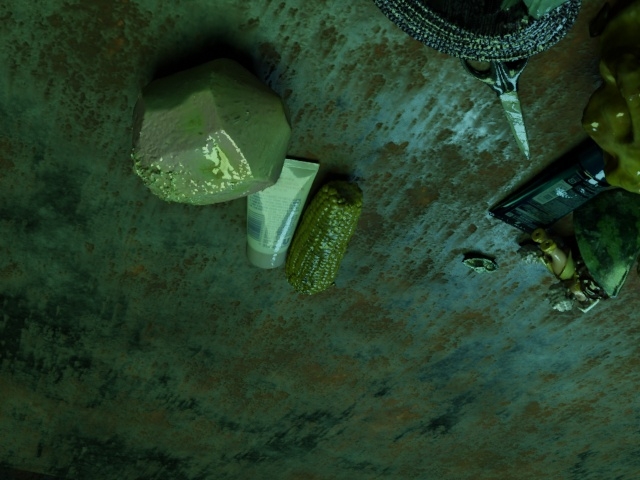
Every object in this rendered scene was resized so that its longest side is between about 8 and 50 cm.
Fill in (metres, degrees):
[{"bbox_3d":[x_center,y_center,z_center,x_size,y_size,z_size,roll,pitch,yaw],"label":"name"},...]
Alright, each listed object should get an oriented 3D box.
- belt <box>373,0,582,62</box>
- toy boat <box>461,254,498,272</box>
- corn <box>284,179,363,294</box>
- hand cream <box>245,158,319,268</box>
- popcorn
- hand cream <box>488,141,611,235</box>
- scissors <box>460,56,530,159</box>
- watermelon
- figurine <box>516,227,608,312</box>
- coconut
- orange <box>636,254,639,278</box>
[{"bbox_3d":[0.198,-0.367,1.002,0.325,0.122,0.260,30,144,-22],"label":"belt"},{"bbox_3d":[0.332,0.052,1.602,0.083,0.038,0.038,13,140,-14],"label":"toy boat"},{"bbox_3d":[0.000,0.000,1.504,0.115,0.115,0.317,10,139,-9],"label":"corn"},{"bbox_3d":[-0.093,-0.061,1.468,0.133,0.083,0.247,9,130,-8],"label":"hand cream"},{"bbox_3d":[0.528,-0.192,1.119,0.316,0.280,0.297,14,124,-33],"label":"popcorn"},{"bbox_3d":[0.440,-0.087,1.412,0.120,0.061,0.270,22,142,-20],"label":"hand cream"},{"bbox_3d":[0.310,-0.235,1.258,0.109,0.022,0.300,-11,141,22],"label":"scissors"},{"bbox_3d":[0.588,0.008,1.447,0.202,0.207,0.136,8,171,-31],"label":"watermelon"},{"bbox_3d":[0.490,0.055,1.513,0.240,0.174,0.115,23,121,-32],"label":"figurine"},{"bbox_3d":[-0.162,-0.167,1.214,0.245,0.233,0.233,-13,139,23],"label":"coconut"},{"bbox_3d":[0.711,0.039,1.505,0.170,0.112,0.160,44,142,-10],"label":"orange"}]
